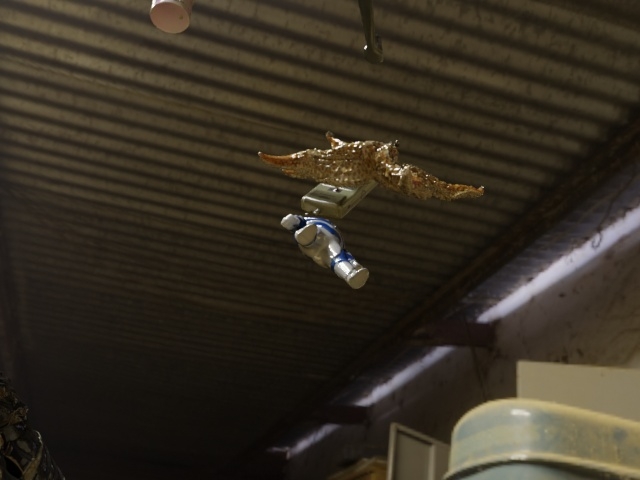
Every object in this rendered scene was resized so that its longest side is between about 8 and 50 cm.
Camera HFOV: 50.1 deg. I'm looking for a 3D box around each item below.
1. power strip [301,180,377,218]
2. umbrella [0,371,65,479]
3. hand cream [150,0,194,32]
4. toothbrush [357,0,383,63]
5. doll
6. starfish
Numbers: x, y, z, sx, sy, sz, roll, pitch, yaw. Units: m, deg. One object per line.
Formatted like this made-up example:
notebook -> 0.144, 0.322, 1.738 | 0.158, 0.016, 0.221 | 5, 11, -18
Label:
power strip -> 0.033, -0.080, 1.110 | 0.076, 0.169, 0.028 | 14, -55, 27
umbrella -> -0.450, 0.296, 0.976 | 0.113, 0.106, 0.358 | -32, -92, 46
hand cream -> -0.256, -0.511, 1.232 | 0.070, 0.313, 0.111 | -5, -33, 7
toothbrush -> 0.058, -0.314, 0.888 | 0.030, 0.031, 0.297 | 1, -14, 11
doll -> 0.000, 0.000, 0.852 | 0.114, 0.057, 0.227 | 35, 0, -9
starfish -> 0.070, -0.117, 1.041 | 0.293, 0.084, 0.301 | 14, 14, 31
